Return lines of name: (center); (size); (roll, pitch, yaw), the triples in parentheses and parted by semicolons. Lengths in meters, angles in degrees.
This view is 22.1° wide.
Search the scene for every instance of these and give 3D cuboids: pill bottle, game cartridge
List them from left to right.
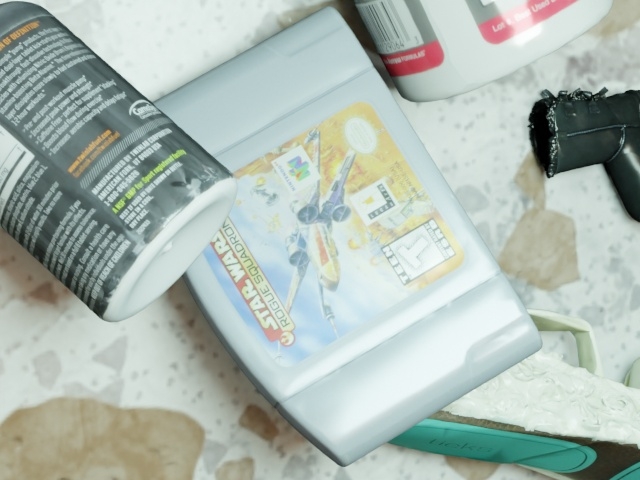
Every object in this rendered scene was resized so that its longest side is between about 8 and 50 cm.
pill bottle: (-0.184, -0.070, 1.090); (0.246, 0.130, 0.130); (42, 77, 8)
game cartridge: (0.000, 0.000, 1.173); (0.198, 0.062, 0.297); (-30, 82, -14)
pill bottle: (0.071, -0.275, 1.177); (0.176, 0.176, 0.318); (-31, 103, -16)

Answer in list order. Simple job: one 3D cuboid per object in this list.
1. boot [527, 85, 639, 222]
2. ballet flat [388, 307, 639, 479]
boot: (0.223, -0.067, 1.317); (0.099, 0.045, 0.121); (-7, 89, -22)
ballet flat: (0.226, 0.131, 1.285); (0.409, 0.147, 0.147); (18, 87, -19)
